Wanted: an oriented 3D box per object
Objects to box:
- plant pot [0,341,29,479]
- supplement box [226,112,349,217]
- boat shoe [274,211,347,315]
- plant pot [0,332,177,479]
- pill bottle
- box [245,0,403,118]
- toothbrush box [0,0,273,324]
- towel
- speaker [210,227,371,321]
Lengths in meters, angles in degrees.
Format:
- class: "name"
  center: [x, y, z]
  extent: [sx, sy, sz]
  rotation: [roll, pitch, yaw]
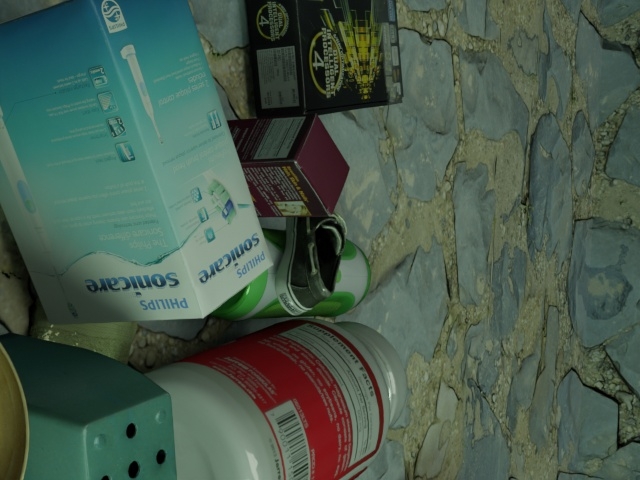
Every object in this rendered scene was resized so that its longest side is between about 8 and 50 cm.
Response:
- class: "plant pot"
  center: [-0.332, 0.143, 0.681]
  extent: [0.032, 0.236, 0.236]
  rotation: [-10, 100, -86]
- class: "supplement box"
  center: [-0.074, -0.090, 1.105]
  extent: [0.104, 0.188, 0.081]
  rotation: [56, 45, -43]
- class: "boat shoe"
  center: [0.000, 0.000, 1.115]
  extent: [0.078, 0.070, 0.219]
  rotation: [45, 33, -31]
- class: "plant pot"
  center: [-0.250, 0.186, 0.784]
  extent: [0.165, 0.234, 0.166]
  rotation: [-12, 102, -58]
- class: "pill bottle"
  center: [-0.057, 0.224, 1.103]
  extent: [0.407, 0.229, 0.229]
  rotation: [-14, 102, -58]
- class: "box"
  center: [0.004, -0.386, 1.315]
  extent: [0.318, 0.097, 0.395]
  rotation: [-20, 108, -60]
- class: "toothbrush box"
  center: [-0.200, -0.076, 0.850]
  extent: [0.126, 0.216, 0.295]
  rotation: [-37, 115, -52]
- class: "towel"
  center: [-0.253, 0.089, 0.972]
  extent: [0.148, 0.027, 0.110]
  rotation: [25, 69, -56]
- class: "speaker"
  center: [-0.049, 0.046, 1.207]
  extent: [0.296, 0.131, 0.131]
  rotation: [5, 86, -58]
